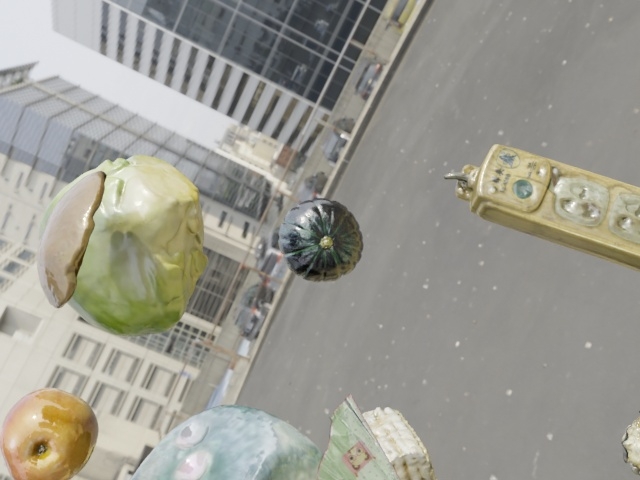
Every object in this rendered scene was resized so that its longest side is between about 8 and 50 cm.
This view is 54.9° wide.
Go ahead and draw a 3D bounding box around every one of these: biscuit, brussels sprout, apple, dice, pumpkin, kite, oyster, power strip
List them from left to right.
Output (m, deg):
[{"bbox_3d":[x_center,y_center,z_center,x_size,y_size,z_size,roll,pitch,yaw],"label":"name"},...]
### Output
[{"bbox_3d":[-0.495,0.362,1.127,0.199,0.199,0.199,-61,12,21],"label":"apple"},{"bbox_3d":[-0.333,0.006,1.097,0.344,0.344,0.268,-58,-8,31],"label":"brussels sprout"},{"bbox_3d":[-0.172,0.553,1.225,0.348,0.330,0.328,-6,32,41],"label":"dice"},{"bbox_3d":[-0.012,0.229,0.496,0.012,0.250,0.229,110,177,-57],"label":"kite"},{"bbox_3d":[0.002,-0.001,1.379,0.194,0.194,0.150,-61,18,19],"label":"pumpkin"},{"bbox_3d":[0.101,0.307,0.681,0.108,0.062,0.238,-136,30,-73],"label":"biscuit"},{"bbox_3d":[0.255,-0.015,0.524,0.044,0.306,0.064,79,-148,-70],"label":"power strip"},{"bbox_3d":[0.705,0.407,1.271,0.081,0.163,0.190,16,-119,-73],"label":"oyster"}]

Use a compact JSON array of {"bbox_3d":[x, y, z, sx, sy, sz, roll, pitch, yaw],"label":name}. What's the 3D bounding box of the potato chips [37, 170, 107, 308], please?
[{"bbox_3d":[-0.339,-0.005,0.826,0.195,0.062,0.208,-46,31,47],"label":"potato chips"}]
